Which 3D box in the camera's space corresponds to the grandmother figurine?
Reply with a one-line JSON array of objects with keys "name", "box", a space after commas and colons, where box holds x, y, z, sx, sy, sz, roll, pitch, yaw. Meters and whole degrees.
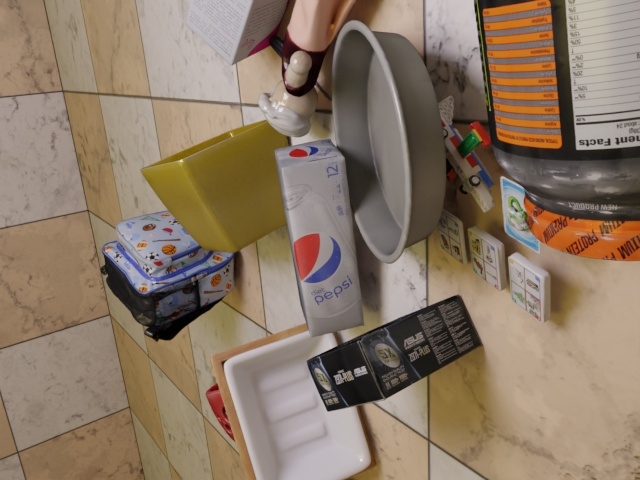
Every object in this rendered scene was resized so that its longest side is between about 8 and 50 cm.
[{"name": "grandmother figurine", "box": [-0.012, -0.280, 0.780, 0.104, 0.208, 0.342, 23, 138, 0]}]

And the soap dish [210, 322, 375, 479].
[{"name": "soap dish", "box": [-0.051, 0.307, 1.030, 0.118, 0.229, 0.291, 164, 89, -74]}]

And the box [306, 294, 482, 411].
[{"name": "box", "box": [0.096, 0.152, 0.763, 0.147, 0.180, 0.078, -37, 74, 56]}]

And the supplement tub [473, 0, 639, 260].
[{"name": "supplement tub", "box": [0.214, -0.171, 0.395, 0.207, 0.207, 0.338, 17, 127, 53]}]

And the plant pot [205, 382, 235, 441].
[{"name": "plant pot", "box": [-0.118, 0.346, 1.168, 0.191, 0.191, 0.174, -24, 89, 57]}]

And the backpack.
[{"name": "backpack", "box": [-0.328, 0.049, 1.280, 0.276, 0.263, 0.213, 40, 129, 35]}]

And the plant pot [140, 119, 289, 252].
[{"name": "plant pot", "box": [-0.169, -0.093, 1.045, 0.212, 0.212, 0.187, 4, 120, 55]}]

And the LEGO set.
[{"name": "LEGO set", "box": [0.190, -0.047, 0.624, 0.182, 0.060, 0.244, 44, 160, 48]}]

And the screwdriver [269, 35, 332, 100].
[{"name": "screwdriver", "box": [-0.028, -0.277, 0.913, 0.170, 0.025, 0.024, 47, 139, 21]}]

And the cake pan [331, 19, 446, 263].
[{"name": "cake pan", "box": [0.077, -0.119, 0.701, 0.293, 0.054, 0.293, 169, 90, -80]}]

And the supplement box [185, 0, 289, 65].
[{"name": "supplement box", "box": [-0.111, -0.397, 0.862, 0.114, 0.111, 0.220, 42, 141, 6]}]

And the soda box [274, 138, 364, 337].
[{"name": "soda box", "box": [0.000, 0.000, 0.864, 0.098, 0.091, 0.286, -115, 15, -62]}]
